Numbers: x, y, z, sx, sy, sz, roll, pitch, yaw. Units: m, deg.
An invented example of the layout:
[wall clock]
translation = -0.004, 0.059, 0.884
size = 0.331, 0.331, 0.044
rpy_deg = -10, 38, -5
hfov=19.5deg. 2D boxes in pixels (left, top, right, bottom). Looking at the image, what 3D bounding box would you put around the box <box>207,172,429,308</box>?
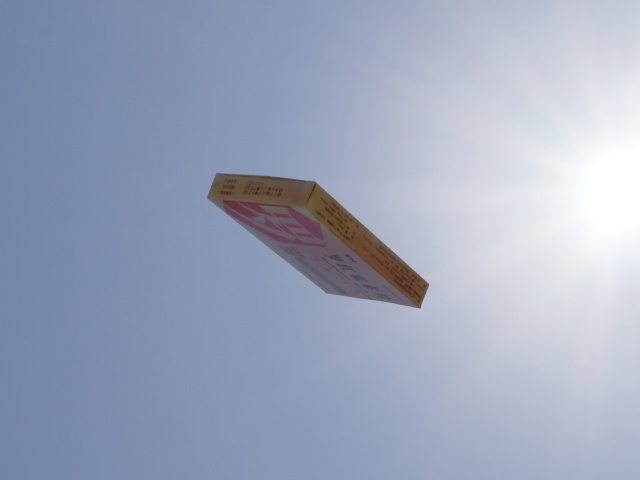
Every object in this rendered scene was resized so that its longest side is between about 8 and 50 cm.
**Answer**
[box]
translation = 0.000, 0.000, 0.802
size = 0.093, 0.058, 0.015
rpy_deg = 40, -113, -44
